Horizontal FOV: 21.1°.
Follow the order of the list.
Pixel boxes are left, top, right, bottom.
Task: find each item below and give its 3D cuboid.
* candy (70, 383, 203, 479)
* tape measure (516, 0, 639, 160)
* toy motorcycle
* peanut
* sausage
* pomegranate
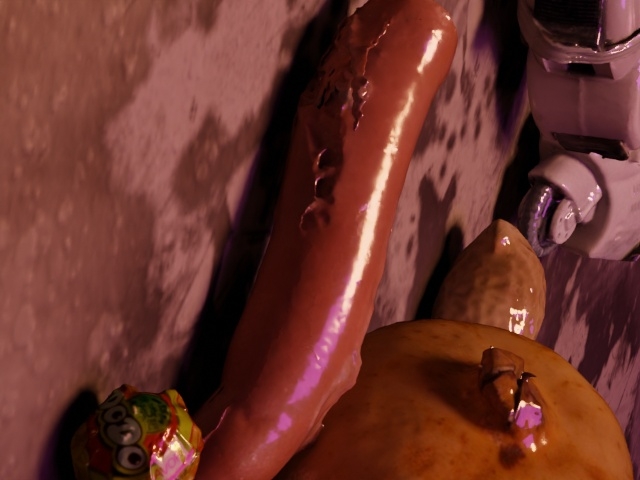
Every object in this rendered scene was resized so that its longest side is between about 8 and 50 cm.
[{"bbox_3d":[-0.085,0.142,0.827,0.201,0.060,0.060,93,22,-49],"label":"candy"},{"bbox_3d":[0.204,-0.200,1.231,0.197,0.120,0.236,42,60,-65],"label":"tape measure"},{"bbox_3d":[0.242,-0.061,1.410,0.260,0.110,0.171,0,112,-56],"label":"toy motorcycle"},{"bbox_3d":[0.111,0.097,1.234,0.104,0.085,0.228,-26,127,-75],"label":"peanut"},{"bbox_3d":[0.000,0.000,0.900,0.078,0.078,0.304,52,55,-64],"label":"sausage"},{"bbox_3d":[0.068,0.157,0.967,0.248,0.248,0.248,14,90,-69],"label":"pomegranate"}]
